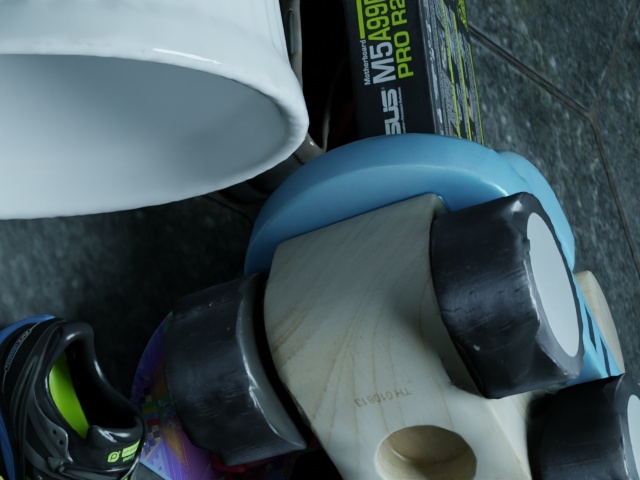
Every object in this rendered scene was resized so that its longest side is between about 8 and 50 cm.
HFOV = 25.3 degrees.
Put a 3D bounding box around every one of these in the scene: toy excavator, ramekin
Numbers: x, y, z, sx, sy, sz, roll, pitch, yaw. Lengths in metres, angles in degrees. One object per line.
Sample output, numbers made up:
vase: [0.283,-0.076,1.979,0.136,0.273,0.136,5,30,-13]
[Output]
toy excavator: [0.121,0.061,1.005,0.433,0.222,0.445,59,25,-29]
ramekin: [-0.149,-0.107,0.701,0.277,0.277,0.135,9,71,-50]

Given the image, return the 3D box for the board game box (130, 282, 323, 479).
board game box: [-0.044,0.110,0.925,0.168,0.033,0.133,43,62,-34]

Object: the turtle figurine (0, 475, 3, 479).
turtle figurine: [-0.198,0.234,0.667,0.217,0.087,0.269,57,31,-31]

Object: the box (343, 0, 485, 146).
box: [0.074,-0.147,1.114,0.216,0.060,0.270,41,41,-68]

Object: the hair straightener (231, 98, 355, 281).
hair straightener: [0.000,0.000,1.040,0.089,0.047,0.230,50,43,-26]

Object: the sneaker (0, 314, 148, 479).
sneaker: [-0.132,0.132,0.797,0.067,0.078,0.188,-17,90,-53]

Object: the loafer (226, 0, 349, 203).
loafer: [-0.006,-0.144,1.058,0.096,0.084,0.267,41,47,-35]

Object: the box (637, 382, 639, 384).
box: [0.311,0.237,1.245,0.044,0.159,0.233,7,71,-52]
